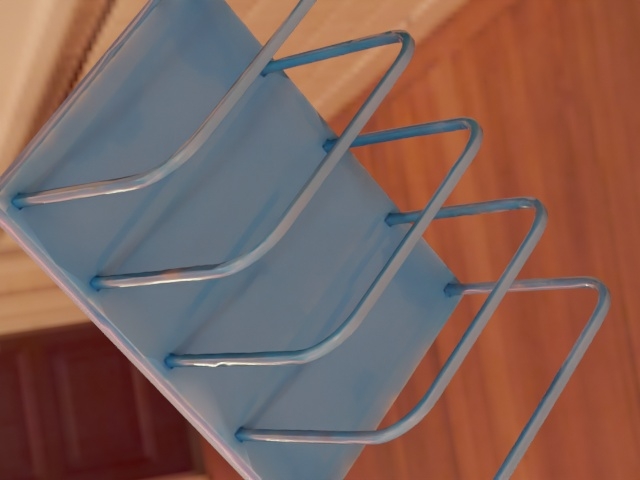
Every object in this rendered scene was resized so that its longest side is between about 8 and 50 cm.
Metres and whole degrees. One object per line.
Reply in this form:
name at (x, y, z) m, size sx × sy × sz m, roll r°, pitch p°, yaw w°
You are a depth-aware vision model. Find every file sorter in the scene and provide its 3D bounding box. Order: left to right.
file sorter at (0.000, 0.000, 0.633) m, size 0.104 × 0.118 × 0.170 m, roll -7°, pitch 131°, yaw 52°
